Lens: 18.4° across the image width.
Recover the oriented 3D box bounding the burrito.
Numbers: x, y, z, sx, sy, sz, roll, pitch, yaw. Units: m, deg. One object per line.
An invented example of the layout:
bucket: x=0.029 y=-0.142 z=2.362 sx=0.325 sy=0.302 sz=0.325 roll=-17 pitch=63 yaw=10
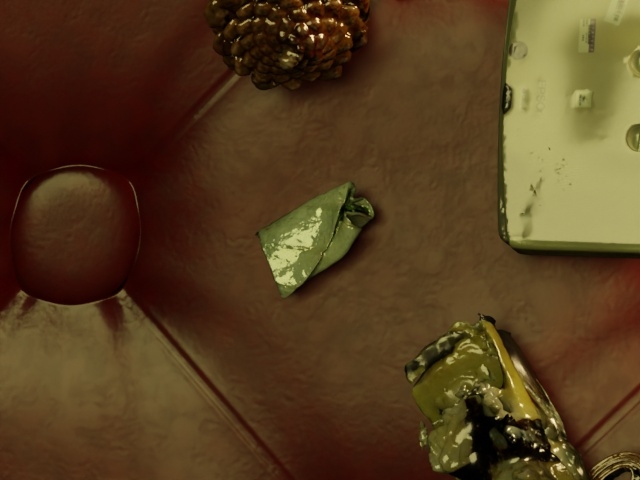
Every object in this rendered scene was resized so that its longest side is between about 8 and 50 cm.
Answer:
burrito: x=-0.002 y=-0.003 z=1.867 sx=0.118 sy=0.044 sz=0.074 roll=-30 pitch=72 yaw=14

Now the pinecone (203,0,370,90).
pinecone: x=-0.034 y=-0.225 z=1.858 sx=0.174 sy=0.173 sz=0.173 roll=-2 pitch=82 yaw=17

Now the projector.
projector: x=0.262 y=-0.119 z=1.779 sx=0.194 sy=0.088 sz=0.269 roll=2 pitch=84 yaw=16

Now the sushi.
sushi: x=0.156 y=0.212 z=1.734 sx=0.139 sy=0.131 sz=0.291 roll=-37 pitch=62 yaw=20

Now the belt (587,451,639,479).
belt: x=0.262 y=0.225 z=1.759 sx=0.059 sy=0.036 sz=0.083 roll=40 pitch=95 yaw=25
